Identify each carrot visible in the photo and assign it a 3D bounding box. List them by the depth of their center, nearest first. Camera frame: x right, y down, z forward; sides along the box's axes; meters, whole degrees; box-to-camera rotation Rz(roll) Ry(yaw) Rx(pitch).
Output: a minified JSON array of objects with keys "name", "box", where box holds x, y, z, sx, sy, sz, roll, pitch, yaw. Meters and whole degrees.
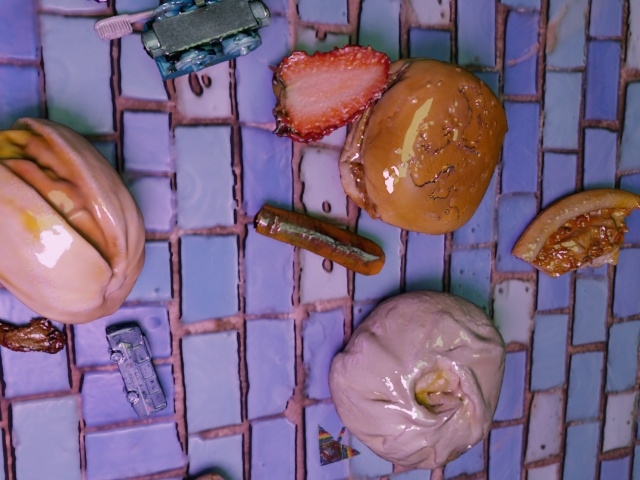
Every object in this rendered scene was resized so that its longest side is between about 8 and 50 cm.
[{"name":"carrot","box":[0.000,0.000,1.057,0.260,0.070,0.070,20,91,-21]}]

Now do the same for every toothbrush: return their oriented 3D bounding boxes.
[{"name":"toothbrush","box":[-0.208,-0.374,0.938,0.307,0.025,0.029,-22,78,-17]}]

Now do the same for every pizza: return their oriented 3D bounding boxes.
[{"name":"pizza","box":[0.571,-0.015,1.264,0.366,0.074,0.182,-15,94,-17]}]

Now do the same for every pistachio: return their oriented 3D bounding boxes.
[{"name":"pistachio","box":[-0.381,-0.020,0.838,0.230,0.230,0.308,-37,106,-12]}]

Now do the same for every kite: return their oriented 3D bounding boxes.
[{"name":"kite","box":[0.028,0.415,1.163,0.122,0.004,0.090,34,85,-22]}]

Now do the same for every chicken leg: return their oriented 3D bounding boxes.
[{"name":"chicken leg","box":[-0.476,0.144,0.915,0.145,0.037,0.062,18,70,-23]}]

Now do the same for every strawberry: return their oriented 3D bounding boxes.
[{"name":"strawberry","box":[0.017,-0.241,0.990,0.208,0.087,0.167,-3,80,4]}]

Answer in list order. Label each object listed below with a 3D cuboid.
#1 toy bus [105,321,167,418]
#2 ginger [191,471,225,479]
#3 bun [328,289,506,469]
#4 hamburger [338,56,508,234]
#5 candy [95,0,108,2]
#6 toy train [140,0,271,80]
[{"name":"toy bus","box":[-0.312,0.217,0.983,0.065,0.047,0.165,-20,106,-22]},{"name":"ginger","box":[-0.264,0.511,1.017,0.263,0.116,0.109,-41,69,-5]},{"name":"bun","box":[0.210,0.269,1.096,0.365,0.219,0.364,-5,104,-19]},{"name":"hamburger","box":[0.196,-0.167,1.055,0.284,0.174,0.304,13,100,-34]},{"name":"candy","box":[-0.365,-0.497,0.843,0.145,0.070,0.275,8,98,-13]},{"name":"toy train","box":[-0.179,-0.316,0.892,0.198,0.154,0.107,-24,103,-17]}]
